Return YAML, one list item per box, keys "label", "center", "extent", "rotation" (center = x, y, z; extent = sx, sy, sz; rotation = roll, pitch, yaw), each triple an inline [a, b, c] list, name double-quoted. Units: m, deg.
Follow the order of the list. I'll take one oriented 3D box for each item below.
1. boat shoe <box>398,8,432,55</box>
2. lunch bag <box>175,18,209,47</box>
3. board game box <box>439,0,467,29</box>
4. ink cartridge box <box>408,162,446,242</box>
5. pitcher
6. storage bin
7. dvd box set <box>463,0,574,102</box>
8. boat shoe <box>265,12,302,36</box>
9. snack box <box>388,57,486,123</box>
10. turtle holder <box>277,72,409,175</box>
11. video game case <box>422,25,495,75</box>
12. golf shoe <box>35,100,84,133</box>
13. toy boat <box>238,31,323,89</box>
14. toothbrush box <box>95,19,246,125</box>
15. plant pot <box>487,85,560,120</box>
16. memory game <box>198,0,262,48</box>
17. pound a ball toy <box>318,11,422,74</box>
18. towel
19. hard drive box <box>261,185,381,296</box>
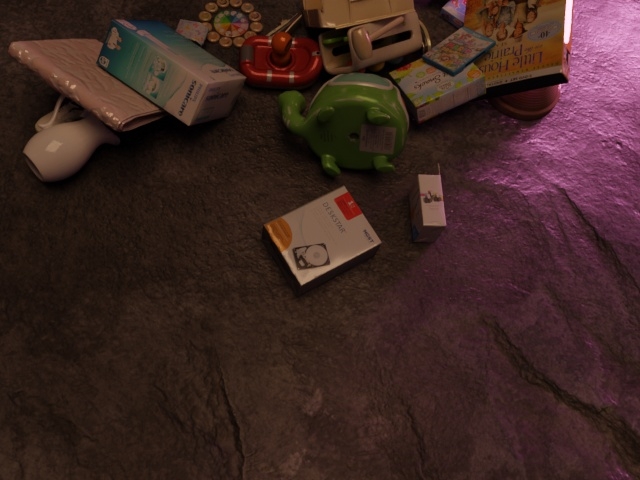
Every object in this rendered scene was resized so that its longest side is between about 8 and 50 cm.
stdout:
- label: "boat shoe"
  center: [0.256, -0.616, 1.969]
  extent: [0.073, 0.080, 0.223]
  rotation: [-16, 64, -9]
- label: "lunch bag"
  center: [-0.356, -0.565, 1.866]
  extent: [0.083, 0.053, 0.071]
  rotation: [9, 63, 6]
- label: "board game box"
  center: [0.491, -0.678, 2.048]
  extent: [0.211, 0.039, 0.160]
  rotation: [38, 67, 10]
- label: "ink cartridge box"
  center: [0.268, -0.097, 1.721]
  extent: [0.061, 0.104, 0.181]
  rotation: [2, 65, -8]
- label: "pitcher"
  center: [-0.620, -0.253, 1.633]
  extent: [0.207, 0.125, 0.178]
  rotation: [-40, 114, -24]
- label: "storage bin"
  center: [0.094, -0.658, 1.841]
  extent: [0.260, 0.262, 0.123]
  rotation: [-14, 110, -7]
- label: "dvd box set"
  center: [0.541, -0.603, 1.875]
  extent: [0.307, 0.062, 0.420]
  rotation: [-3, 69, 40]
- label: "boat shoe"
  center: [-0.104, -0.605, 1.924]
  extent: [0.043, 0.049, 0.137]
  rotation: [38, 72, 5]
- label: "snack box"
  center: [0.318, -0.430, 1.844]
  extent: [0.207, 0.070, 0.174]
  rotation: [-25, 51, -2]
- label: "turtle holder"
  center: [0.069, -0.308, 1.741]
  extent: [0.320, 0.243, 0.227]
  rotation: [-14, 43, 27]
- label: "video game case"
  center: [0.377, -0.518, 1.841]
  extent: [0.166, 0.015, 0.119]
  rotation: [-38, 54, -18]
- label: "golf shoe"
  center: [-0.638, -0.323, 1.700]
  extent: [0.176, 0.086, 0.069]
  rotation: [-27, 75, -17]
- label: "toy boat"
  center: [-0.103, -0.501, 1.817]
  extent: [0.231, 0.151, 0.151]
  rotation: [2, 70, -7]
- label: "toothbrush box"
  center: [-0.371, -0.429, 1.707]
  extent: [0.295, 0.126, 0.216]
  rotation: [33, 24, 7]
- label: "plant pot"
  center: [0.588, -0.471, 1.933]
  extent: [0.237, 0.110, 0.237]
  rotation: [4, 65, -8]
- label: "memory game"
  center: [-0.257, -0.623, 1.928]
  extent: [0.186, 0.012, 0.186]
  rotation: [3, 66, -7]
- label: "pound a ball toy"
  center: [0.151, -0.515, 1.800]
  extent: [0.319, 0.208, 0.136]
  rotation: [-28, 115, -36]
- label: "towel"
  center: [-0.535, -0.391, 1.667]
  extent: [0.332, 0.053, 0.317]
  rotation: [34, 25, 6]
- label: "hard drive box"
  center: [0.000, 0.000, 1.648]
  extent: [0.232, 0.089, 0.181]
  rotation: [-28, 73, -19]
